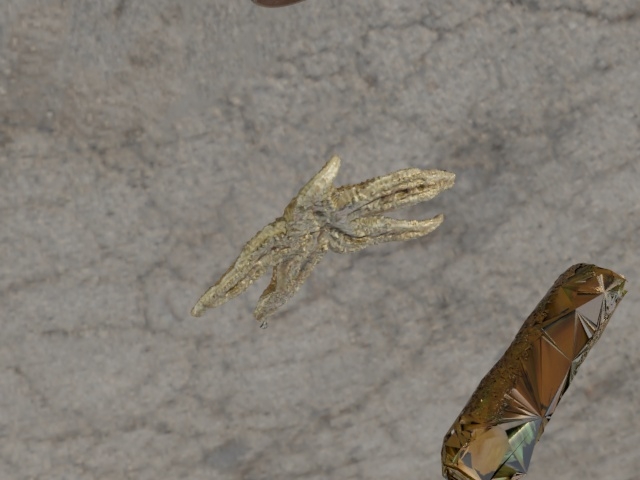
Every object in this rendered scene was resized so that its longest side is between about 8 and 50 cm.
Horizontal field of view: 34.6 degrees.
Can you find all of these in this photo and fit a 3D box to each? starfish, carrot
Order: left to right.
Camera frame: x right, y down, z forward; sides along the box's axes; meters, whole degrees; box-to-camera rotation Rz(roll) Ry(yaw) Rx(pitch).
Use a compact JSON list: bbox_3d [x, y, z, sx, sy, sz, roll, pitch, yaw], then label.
[{"bbox_3d":[-0.002,-0.003,1.107,0.302,0.060,0.299,-36,159,17],"label":"starfish"},{"bbox_3d":[0.175,0.108,0.836,0.228,0.069,0.069,-51,155,-26],"label":"carrot"}]

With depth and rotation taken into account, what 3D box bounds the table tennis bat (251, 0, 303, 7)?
[{"bbox_3d":[-0.050,-0.288,0.930,0.108,0.119,0.170,-29,172,30],"label":"table tennis bat"}]
